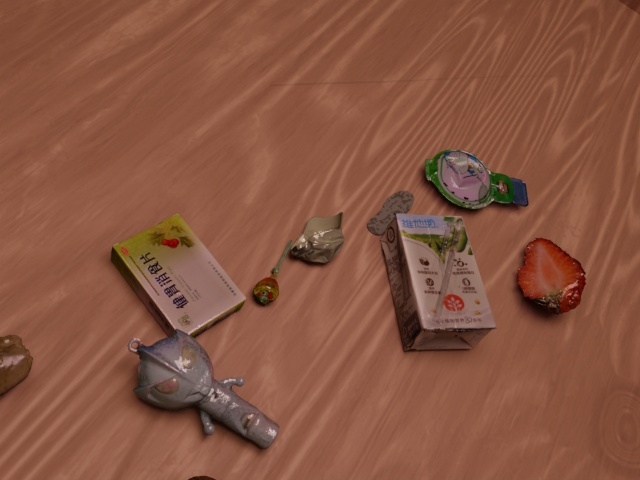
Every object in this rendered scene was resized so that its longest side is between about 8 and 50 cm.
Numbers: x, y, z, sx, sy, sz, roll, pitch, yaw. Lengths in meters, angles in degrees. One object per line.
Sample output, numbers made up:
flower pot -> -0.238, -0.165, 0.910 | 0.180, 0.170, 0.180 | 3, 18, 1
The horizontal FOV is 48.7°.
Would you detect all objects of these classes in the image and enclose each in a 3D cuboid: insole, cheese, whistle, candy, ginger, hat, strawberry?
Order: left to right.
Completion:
ginger -> -0.656, 0.253, 1.280 | 0.262, 0.109, 0.117 | -14, 92, -27
whistle -> -0.236, 0.298, 1.412 | 0.346, 0.134, 0.142 | 36, 50, -8
candy -> -0.101, 0.068, 1.652 | 0.060, 0.060, 0.201 | 27, 47, -3
hat -> -0.001, -0.007, 1.729 | 0.122, 0.081, 0.166 | -8, 36, 16
insole -> 0.187, -0.075, 1.874 | 0.065, 0.006, 0.193 | 41, 54, 7
cheese -> 0.439, -0.166, 1.979 | 0.320, 0.083, 0.204 | 11, 56, -13
strawberry -> 0.612, 0.111, 1.866 | 0.175, 0.107, 0.236 | 8, 46, 29

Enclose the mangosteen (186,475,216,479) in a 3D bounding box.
mangosteen -> -0.214, 0.520, 1.227 | 0.228, 0.228, 0.265 | 18, 26, -10

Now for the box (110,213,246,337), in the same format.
box -> -0.311, 0.083, 1.548 | 0.175, 0.062, 0.260 | -31, 74, -33

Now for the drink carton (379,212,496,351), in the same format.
drink carton -> 0.277, 0.102, 1.718 | 0.194, 0.132, 0.325 | 2, 57, -19
